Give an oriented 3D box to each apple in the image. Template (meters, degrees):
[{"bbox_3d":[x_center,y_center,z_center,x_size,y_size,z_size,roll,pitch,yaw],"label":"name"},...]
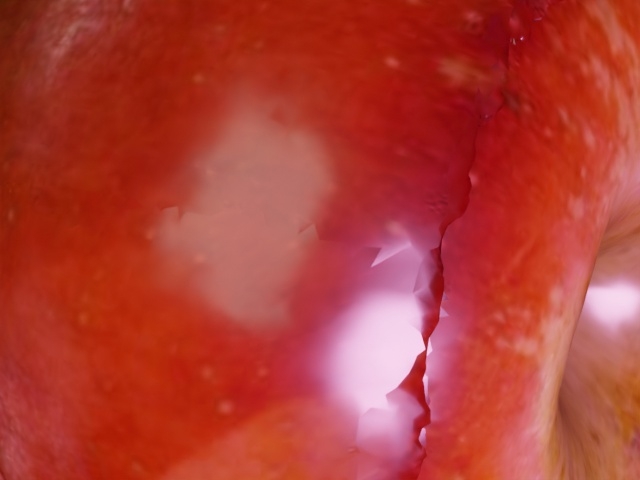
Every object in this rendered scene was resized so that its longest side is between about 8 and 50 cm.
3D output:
[{"bbox_3d":[0.000,0.000,0.545,0.206,0.251,0.272,16,98,25],"label":"apple"}]
